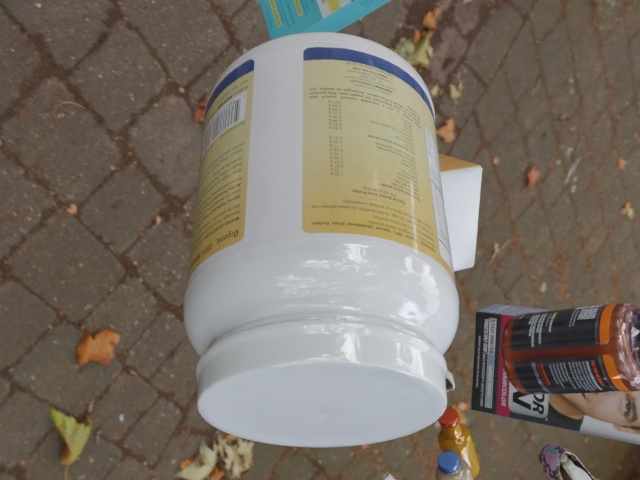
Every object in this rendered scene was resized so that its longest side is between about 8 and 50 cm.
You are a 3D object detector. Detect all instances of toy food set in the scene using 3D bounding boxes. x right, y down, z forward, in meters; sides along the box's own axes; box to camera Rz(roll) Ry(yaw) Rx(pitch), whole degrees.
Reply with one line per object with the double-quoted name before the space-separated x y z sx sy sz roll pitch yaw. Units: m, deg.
"toy food set" 0.096 0.300 0.775 0.232 0.111 0.105 -31 124 -15

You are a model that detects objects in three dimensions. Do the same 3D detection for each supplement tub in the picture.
"supplement tub" 0.328 0.132 0.846 0.106 0.197 0.106 14 71 -44
"supplement tub" 0.000 0.000 0.621 0.228 0.228 0.317 48 34 -49

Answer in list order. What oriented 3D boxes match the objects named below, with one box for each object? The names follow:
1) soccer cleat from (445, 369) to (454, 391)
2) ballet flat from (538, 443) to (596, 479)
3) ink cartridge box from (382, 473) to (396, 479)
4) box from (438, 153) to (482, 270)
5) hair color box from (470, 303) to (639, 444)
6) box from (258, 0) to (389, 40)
"soccer cleat" 0.206 0.325 1.580 0.196 0.076 0.068 -9 104 -6
"ballet flat" 0.485 0.462 1.267 0.077 0.221 0.079 -40 -179 -9
"ink cartridge box" 0.085 0.558 1.379 0.175 0.072 0.127 -51 162 25
"box" 0.066 -0.067 1.156 0.214 0.345 0.169 -11 112 -29
"hair color box" 0.458 0.226 1.202 0.113 0.374 0.186 -4 97 -58
"box" 0.027 -0.375 1.028 0.060 0.244 0.101 -3 72 -60
